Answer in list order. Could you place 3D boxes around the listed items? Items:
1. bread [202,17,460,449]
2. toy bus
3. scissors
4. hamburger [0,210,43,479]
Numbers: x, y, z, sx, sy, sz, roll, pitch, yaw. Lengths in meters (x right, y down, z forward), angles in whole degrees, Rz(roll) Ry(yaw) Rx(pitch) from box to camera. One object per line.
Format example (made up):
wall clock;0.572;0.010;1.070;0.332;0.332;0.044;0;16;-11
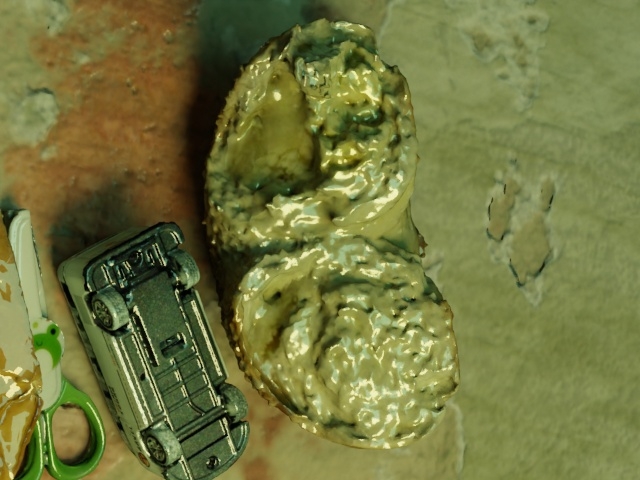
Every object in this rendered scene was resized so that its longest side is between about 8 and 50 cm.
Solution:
bread;-0.001;-0.004;1.431;0.171;0.192;0.314;-10;94;-5
toy bus;-0.124;0.084;1.395;0.087;0.089;0.194;-31;111;-31
scissors;-0.206;0.078;1.369;0.101;0.027;0.204;-10;101;-39
hamburger;-0.270;0.102;1.245;0.245;0.155;0.282;-26;98;-23
